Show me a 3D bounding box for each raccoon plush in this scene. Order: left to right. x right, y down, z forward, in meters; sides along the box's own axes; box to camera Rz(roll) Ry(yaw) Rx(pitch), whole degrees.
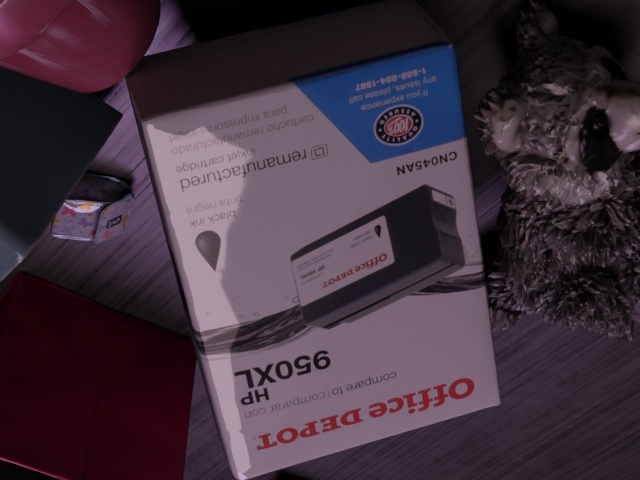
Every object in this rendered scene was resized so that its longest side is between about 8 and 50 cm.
[{"bbox_3d":[0.189,-0.030,1.416,0.299,0.216,0.446,36,129,-22],"label":"raccoon plush"}]

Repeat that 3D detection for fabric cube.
[{"bbox_3d":[-0.322,0.244,1.696,0.259,0.258,0.254,23,134,-22],"label":"fabric cube"}]

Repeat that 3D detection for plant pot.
[{"bbox_3d":[-0.395,-0.078,1.359,0.252,0.248,0.247,41,128,-15],"label":"plant pot"},{"bbox_3d":[-0.245,-0.225,1.225,0.201,0.201,0.180,-22,148,25],"label":"plant pot"}]

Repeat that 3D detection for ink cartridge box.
[{"bbox_3d":[0.000,0.000,1.335,0.285,0.166,0.395,-15,118,-7],"label":"ink cartridge box"}]

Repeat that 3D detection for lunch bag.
[{"bbox_3d":[-0.251,-0.035,1.532,0.083,0.053,0.071,6,141,-18],"label":"lunch bag"}]
